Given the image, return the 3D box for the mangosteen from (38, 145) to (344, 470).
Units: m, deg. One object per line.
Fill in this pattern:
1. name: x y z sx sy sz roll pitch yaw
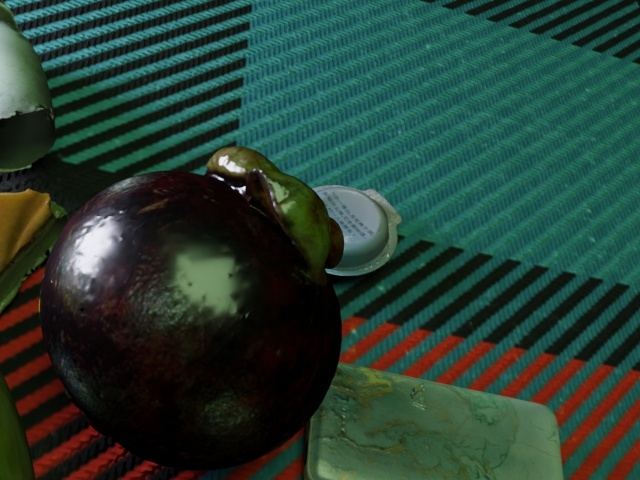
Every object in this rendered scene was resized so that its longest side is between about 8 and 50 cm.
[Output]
1. mangosteen: -0.103 0.058 0.749 0.288 0.288 0.288 11 50 -14

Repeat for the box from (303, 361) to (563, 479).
1. box: 0.123 0.217 0.880 0.285 0.044 0.142 13 54 -12

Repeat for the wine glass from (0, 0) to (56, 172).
1. wine glass: -0.369 -0.181 0.943 0.111 0.111 0.204 -13 56 -30

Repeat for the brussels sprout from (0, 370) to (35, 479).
1. brussels sprout: -0.330 0.152 0.573 0.247 0.328 0.328 -33 70 -14

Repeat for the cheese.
1. cheese: 0.000 0.000 0.992 0.245 0.052 0.135 -29 66 -35

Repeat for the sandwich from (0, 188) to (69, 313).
1. sandwich: -0.401 0.006 0.817 0.212 0.063 0.245 26 47 1
